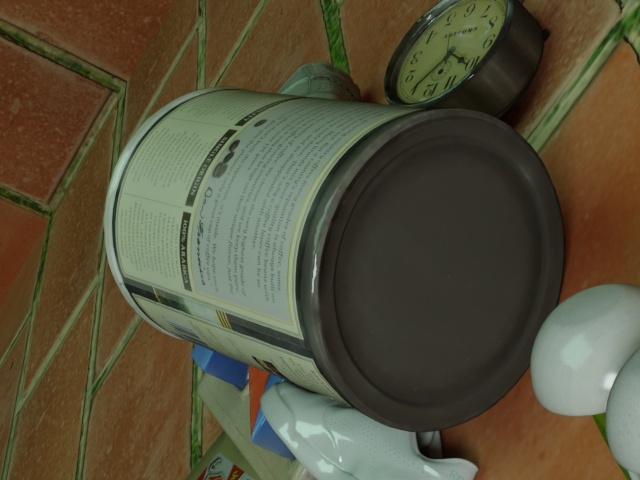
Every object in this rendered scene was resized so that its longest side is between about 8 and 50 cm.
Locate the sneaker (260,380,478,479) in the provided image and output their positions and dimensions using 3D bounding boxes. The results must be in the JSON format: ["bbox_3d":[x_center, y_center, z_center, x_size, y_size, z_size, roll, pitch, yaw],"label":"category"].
[{"bbox_3d":[0.038,0.142,1.007,0.094,0.080,0.212,-49,37,-3],"label":"sneaker"}]

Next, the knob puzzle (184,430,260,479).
[{"bbox_3d":[-0.093,0.261,1.259,0.213,0.030,0.213,-39,24,21],"label":"knob puzzle"}]

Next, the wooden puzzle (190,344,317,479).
[{"bbox_3d":[-0.011,0.038,1.241,0.322,0.080,0.348,-62,20,4],"label":"wooden puzzle"}]

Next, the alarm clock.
[{"bbox_3d":[0.108,-0.125,1.136,0.129,0.064,0.192,-3,51,52],"label":"alarm clock"}]

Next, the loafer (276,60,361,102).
[{"bbox_3d":[-0.071,-0.046,1.480,0.319,0.112,0.111,-55,11,25],"label":"loafer"}]

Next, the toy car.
[{"bbox_3d":[0.187,0.087,0.613,0.136,0.159,0.182,-31,17,-7],"label":"toy car"}]

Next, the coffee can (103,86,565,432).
[{"bbox_3d":[0.000,0.000,0.981,0.275,0.201,0.201,14,79,54],"label":"coffee can"}]
